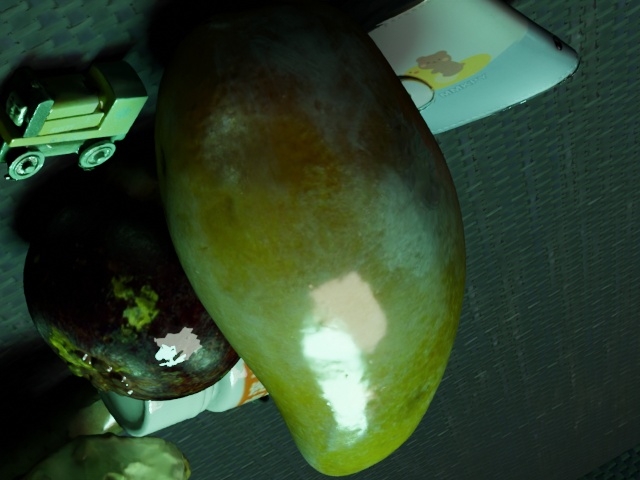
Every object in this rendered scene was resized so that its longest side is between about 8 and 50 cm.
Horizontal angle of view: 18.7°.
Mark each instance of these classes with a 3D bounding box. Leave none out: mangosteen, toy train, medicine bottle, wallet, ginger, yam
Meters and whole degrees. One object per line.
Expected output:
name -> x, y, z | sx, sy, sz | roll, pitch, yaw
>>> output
mangosteen -> -0.126, 0.018, 1.537 | 0.217, 0.192, 0.192 | -58, 168, -17
toy train -> -0.180, -0.084, 1.361 | 0.122, 0.050, 0.081 | -10, 148, -43
medicine bottle -> -0.080, 0.076, 1.768 | 0.252, 0.144, 0.144 | -17, 157, -28
wallet -> 0.086, -0.152, 1.546 | 0.170, 0.069, 0.231 | -27, 154, 24
ginger -> -0.222, 0.253, 1.796 | 0.221, 0.130, 0.275 | -38, -179, -5
yam -> -0.226, 0.171, 1.904 | 0.317, 0.067, 0.071 | -37, 140, 14

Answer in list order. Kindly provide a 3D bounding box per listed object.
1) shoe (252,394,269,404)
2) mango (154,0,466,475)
shoe -> -0.073, 0.115, 1.948 | 0.241, 0.093, 0.108 | -35, 162, 8
mango -> 0.000, 0.000, 1.414 | 0.199, 0.384, 0.221 | -2, -156, 24
